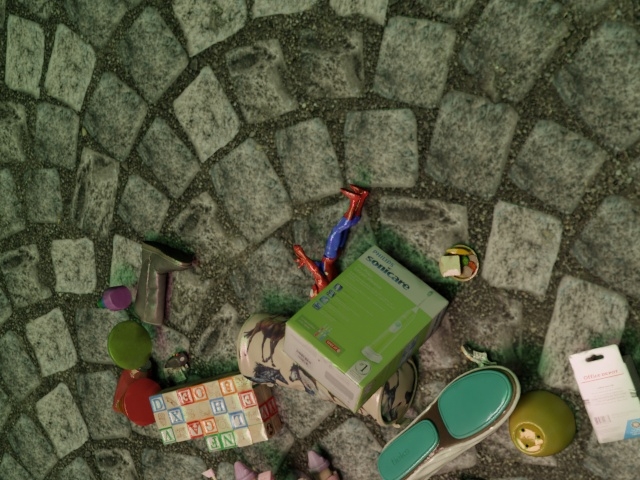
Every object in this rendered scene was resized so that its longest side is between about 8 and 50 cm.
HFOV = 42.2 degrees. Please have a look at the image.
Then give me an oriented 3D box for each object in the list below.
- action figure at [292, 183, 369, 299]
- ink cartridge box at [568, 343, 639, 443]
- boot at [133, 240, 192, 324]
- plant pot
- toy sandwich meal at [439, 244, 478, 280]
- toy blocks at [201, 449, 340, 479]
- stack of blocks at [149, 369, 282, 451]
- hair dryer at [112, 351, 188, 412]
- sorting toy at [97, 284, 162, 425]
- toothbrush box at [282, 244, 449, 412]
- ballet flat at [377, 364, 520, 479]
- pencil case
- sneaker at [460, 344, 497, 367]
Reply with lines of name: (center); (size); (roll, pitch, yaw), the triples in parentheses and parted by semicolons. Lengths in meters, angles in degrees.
action figure: (0.000, 0.000, 1.858); (0.139, 0.091, 0.280); (23, 109, 19)
ink cartridge box: (0.556, 0.285, 1.586); (0.104, 0.060, 0.180); (-21, 88, 33)
boot: (-0.411, 0.120, 2.140); (0.189, 0.076, 0.209); (21, 103, 42)
plant pot: (0.432, 0.378, 1.659); (0.134, 0.095, 0.134); (6, 102, 30)
toy sandwich meal: (0.287, 0.048, 1.725); (0.085, 0.029, 0.086); (6, 102, 30)
toy blocks: (-0.130, 0.624, 1.921); (0.288, 0.309, 0.260); (-28, 90, 32)
stack of blocks: (-0.262, 0.430, 2.069); (0.297, 0.087, 0.171); (-17, 91, 23)
hair dryer: (-0.455, 0.418, 2.219); (0.293, 0.080, 0.224); (-11, 94, 33)
sorting toy: (-0.517, 0.303, 2.154); (0.126, 0.127, 0.366); (-19, 83, 42)
toothbrush box: (0.092, 0.176, 1.710); (0.206, 0.283, 0.122); (38, 149, 20)
ballet flat: (0.284, 0.390, 1.738); (0.400, 0.139, 0.139); (-46, 75, 29)
pencil case: (0.014, 0.289, 1.862); (0.410, 0.160, 0.184); (13, 124, 29)
sneaker: (0.333, 0.241, 1.737); (0.083, 0.032, 0.037); (40, 103, 14)
